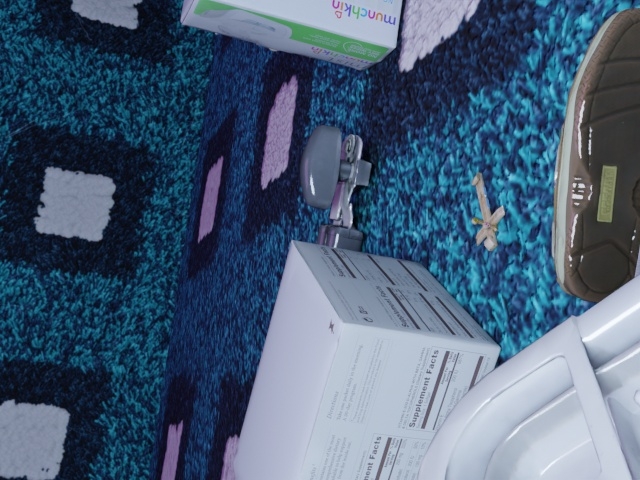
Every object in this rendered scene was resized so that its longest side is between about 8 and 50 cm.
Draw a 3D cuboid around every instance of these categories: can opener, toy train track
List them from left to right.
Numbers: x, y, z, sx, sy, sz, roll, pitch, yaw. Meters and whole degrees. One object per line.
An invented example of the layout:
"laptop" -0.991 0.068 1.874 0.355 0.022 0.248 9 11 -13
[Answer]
"can opener" 0.000 0.000 1.035 0.076 0.095 0.284 -168 88 -73
"toy train track" 0.143 -0.028 0.738 0.048 0.014 0.083 121 154 -47

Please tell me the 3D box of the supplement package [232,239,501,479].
"supplement package" 0.026 0.162 0.778 0.204 0.145 0.262 -126 49 -66

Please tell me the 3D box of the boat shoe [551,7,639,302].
"boat shoe" 0.184 -0.057 0.554 0.072 0.068 0.190 -124 46 -82

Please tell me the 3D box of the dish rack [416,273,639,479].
"dish rack" 0.168 0.075 0.198 0.333 0.072 0.286 -41 18 23

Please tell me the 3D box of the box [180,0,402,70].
"box" -0.028 -0.368 1.065 0.126 0.261 0.231 168 113 -71

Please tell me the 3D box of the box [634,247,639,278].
"box" 0.223 0.036 0.381 0.183 0.056 0.231 -170 91 -72
